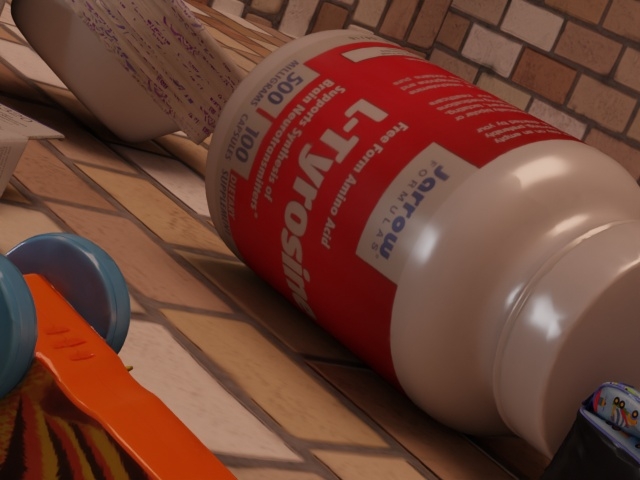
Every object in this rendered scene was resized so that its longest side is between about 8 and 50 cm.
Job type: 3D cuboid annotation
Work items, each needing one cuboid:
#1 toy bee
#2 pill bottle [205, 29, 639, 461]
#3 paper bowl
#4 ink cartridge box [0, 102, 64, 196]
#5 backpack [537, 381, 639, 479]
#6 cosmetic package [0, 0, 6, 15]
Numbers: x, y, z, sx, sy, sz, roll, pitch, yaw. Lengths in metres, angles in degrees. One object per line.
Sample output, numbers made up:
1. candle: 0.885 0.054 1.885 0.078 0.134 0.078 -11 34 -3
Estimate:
1. toy bee: -0.165 0.053 0.653 0.195 0.162 0.298 21 34 -51
2. pill bottle: 0.101 0.003 1.093 0.229 0.229 0.408 13 15 -40
3. paper bowl: -0.211 -0.215 1.511 0.284 0.148 0.284 49 0 0
4. ink cartridge box: -0.398 -0.111 1.049 0.324 0.071 0.330 25 9 12
5. backpack: 0.241 0.174 0.890 0.173 0.117 0.158 19 13 -32
6. cosmetic package: -0.437 -0.257 1.441 0.224 0.138 0.224 19 14 -18
